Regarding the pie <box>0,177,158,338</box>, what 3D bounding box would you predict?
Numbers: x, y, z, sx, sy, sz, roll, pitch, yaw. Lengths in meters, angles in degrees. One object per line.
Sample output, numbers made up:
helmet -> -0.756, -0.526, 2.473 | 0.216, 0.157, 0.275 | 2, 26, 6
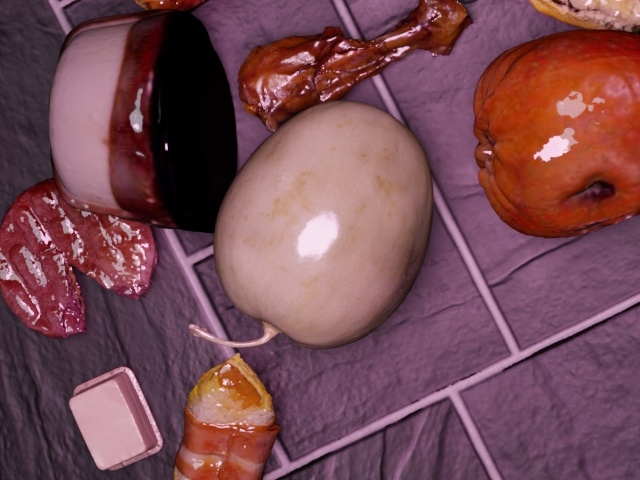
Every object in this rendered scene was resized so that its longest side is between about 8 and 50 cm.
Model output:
pie -> -0.317, 0.017, 1.915 | 0.218, 0.054, 0.204 | -17, 91, 11

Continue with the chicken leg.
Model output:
chicken leg -> 0.043, -0.227, 1.837 | 0.304, 0.093, 0.113 | -20, 108, 1

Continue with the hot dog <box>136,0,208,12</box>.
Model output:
hot dog -> -0.129, -0.369, 1.794 | 0.326, 0.194, 0.107 | -38, 81, 21

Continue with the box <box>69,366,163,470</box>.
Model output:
box -> -0.268, 0.235, 1.914 | 0.089, 0.062, 0.122 | -24, 90, 9

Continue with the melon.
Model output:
melon -> 0.006, -0.015, 1.762 | 0.271, 0.272, 0.308 | 13, 101, 8

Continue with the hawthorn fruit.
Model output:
hawthorn fruit -> 0.299, -0.129, 1.725 | 0.262, 0.258, 0.258 | -27, 89, -27

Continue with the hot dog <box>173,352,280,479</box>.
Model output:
hot dog -> -0.120, 0.255, 1.880 | 0.123, 0.093, 0.261 | 16, 111, -1

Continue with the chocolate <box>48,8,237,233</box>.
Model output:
chocolate -> -0.226, -0.135, 1.791 | 0.186, 0.283, 0.284 | -7, 92, 15

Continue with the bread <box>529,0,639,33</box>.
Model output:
bread -> 0.308, -0.351, 1.765 | 0.245, 0.121, 0.174 | 25, 91, 5
